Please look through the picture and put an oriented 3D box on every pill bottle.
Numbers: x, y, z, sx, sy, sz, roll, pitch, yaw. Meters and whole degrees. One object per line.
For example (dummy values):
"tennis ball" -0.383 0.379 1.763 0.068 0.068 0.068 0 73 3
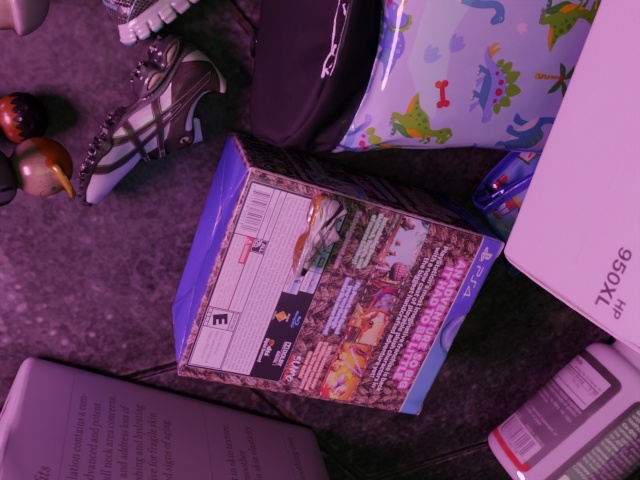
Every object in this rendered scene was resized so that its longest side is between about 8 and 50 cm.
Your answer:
"pill bottle" 0.392 0.248 0.922 0.283 0.161 0.161 -44 117 7

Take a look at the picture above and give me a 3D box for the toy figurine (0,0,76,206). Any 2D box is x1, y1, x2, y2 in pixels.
"toy figurine" -0.290 -0.136 0.533 0.148 0.213 0.210 -19 122 -25

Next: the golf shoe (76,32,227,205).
"golf shoe" -0.169 -0.104 0.652 0.093 0.077 0.198 31 104 -26

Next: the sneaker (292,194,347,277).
"sneaker" 0.000 0.000 0.610 0.036 0.032 0.083 15 110 -21

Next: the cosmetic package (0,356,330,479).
"cosmetic package" -0.206 0.392 0.729 0.393 0.329 0.328 22 107 -22

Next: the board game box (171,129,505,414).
"board game box" 0.009 0.041 0.731 0.290 0.141 0.232 15 109 -21

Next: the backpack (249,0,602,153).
"backpack" 0.144 -0.205 0.615 0.355 0.273 0.290 -2 112 -35

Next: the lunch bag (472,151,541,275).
"lunch bag" 0.340 -0.061 0.800 0.293 0.138 0.221 -40 122 18

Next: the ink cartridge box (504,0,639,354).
"ink cartridge box" 0.391 -0.072 0.567 0.394 0.166 0.286 1 115 -31

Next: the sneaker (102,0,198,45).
"sneaker" -0.133 -0.254 0.603 0.166 0.065 0.076 -35 113 0
